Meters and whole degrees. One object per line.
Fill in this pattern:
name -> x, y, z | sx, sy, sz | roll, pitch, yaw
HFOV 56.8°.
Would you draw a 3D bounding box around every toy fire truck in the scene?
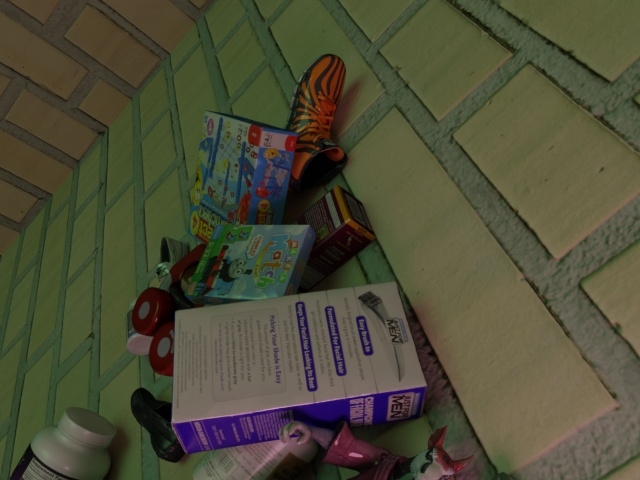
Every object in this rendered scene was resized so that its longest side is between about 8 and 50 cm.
toy fire truck -> -0.224, 0.128, 1.179 | 0.254, 0.169, 0.302 | -55, 43, 8

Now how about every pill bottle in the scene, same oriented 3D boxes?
pill bottle -> -0.444, 0.210, 1.470 | 0.078, 0.078, 0.137 | -43, 39, 17
pill bottle -> -0.591, 0.542, 1.307 | 0.181, 0.181, 0.323 | 22, 81, 53
pill bottle -> -0.078, 0.318, 0.929 | 0.229, 0.131, 0.131 | -48, 36, -6

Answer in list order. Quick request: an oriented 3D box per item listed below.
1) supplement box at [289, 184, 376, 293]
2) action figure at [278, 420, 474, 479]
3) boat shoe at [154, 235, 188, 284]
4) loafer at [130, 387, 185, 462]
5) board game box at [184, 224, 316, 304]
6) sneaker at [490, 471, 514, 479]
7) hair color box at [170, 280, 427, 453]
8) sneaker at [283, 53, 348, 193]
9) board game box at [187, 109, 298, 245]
supplement box -> 0.000, 0.000, 1.123 | 0.188, 0.081, 0.104 | -39, 41, 22
action figure -> 0.043, 0.378, 0.753 | 0.370, 0.276, 0.248 | -32, 46, 1
boat shoe -> -0.385, 0.085, 1.497 | 0.083, 0.076, 0.226 | -39, 40, 22
loafer -> -0.331, 0.370, 1.236 | 0.078, 0.076, 0.223 | -54, 41, -4
board game box -> -0.126, 0.044, 1.070 | 0.211, 0.039, 0.160 | 1, 56, 28
sneaker -> 0.224, 0.330, 0.659 | 0.054, 0.061, 0.152 | -51, 17, 21
hair color box -> -0.035, 0.179, 0.858 | 0.339, 0.110, 0.185 | -8, 47, -3
sneaker -> 0.007, -0.243, 1.281 | 0.180, 0.124, 0.321 | 28, 97, 49
board game box -> -0.186, -0.117, 1.317 | 0.308, 0.086, 0.302 | 28, 111, 53
